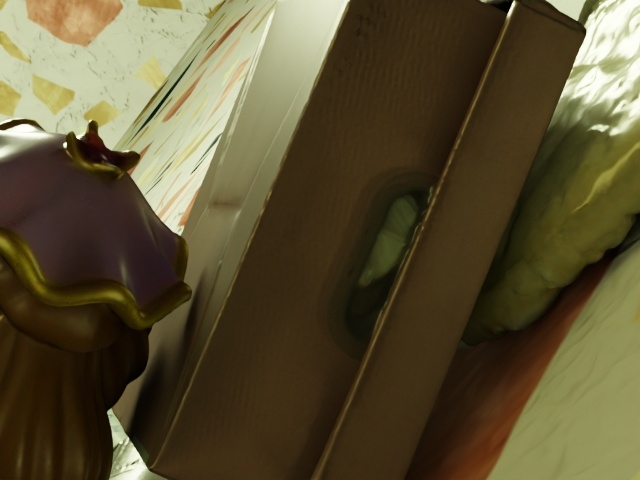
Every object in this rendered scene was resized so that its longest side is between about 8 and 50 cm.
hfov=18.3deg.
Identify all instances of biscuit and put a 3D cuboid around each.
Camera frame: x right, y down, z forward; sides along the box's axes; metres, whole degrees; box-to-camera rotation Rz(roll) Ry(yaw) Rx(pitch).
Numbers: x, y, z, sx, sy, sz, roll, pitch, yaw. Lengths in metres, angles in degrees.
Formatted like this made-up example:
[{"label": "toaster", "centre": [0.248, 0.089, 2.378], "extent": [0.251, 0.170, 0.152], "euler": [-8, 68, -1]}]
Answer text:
[{"label": "biscuit", "centre": [0.126, -0.069, 0.769], "extent": [0.265, 0.040, 0.188], "euler": [-54, 12, -16]}]

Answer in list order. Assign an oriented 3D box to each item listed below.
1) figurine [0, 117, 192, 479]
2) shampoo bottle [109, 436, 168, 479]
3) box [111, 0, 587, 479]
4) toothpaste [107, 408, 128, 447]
[{"label": "figurine", "centre": [-0.145, 0.067, 0.767], "extent": [0.189, 0.142, 0.263], "euler": [38, 107, 47]}, {"label": "shampoo bottle", "centre": [-0.104, 0.171, 0.856], "extent": [0.086, 0.056, 0.227], "euler": [-49, 9, 31]}, {"label": "box", "centre": [0.000, 0.000, 0.782], "extent": [0.215, 0.086, 0.215], "euler": [-166, 99, -79]}, {"label": "toothpaste", "centre": [-0.114, 0.133, 1.103], "extent": [0.067, 0.037, 0.255], "euler": [-45, 13, -2]}]
